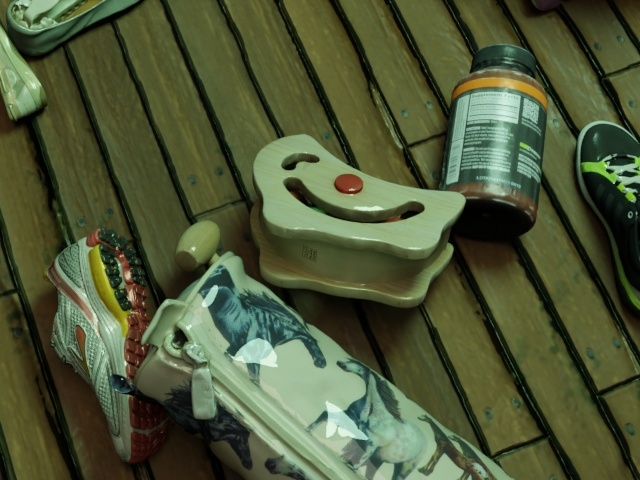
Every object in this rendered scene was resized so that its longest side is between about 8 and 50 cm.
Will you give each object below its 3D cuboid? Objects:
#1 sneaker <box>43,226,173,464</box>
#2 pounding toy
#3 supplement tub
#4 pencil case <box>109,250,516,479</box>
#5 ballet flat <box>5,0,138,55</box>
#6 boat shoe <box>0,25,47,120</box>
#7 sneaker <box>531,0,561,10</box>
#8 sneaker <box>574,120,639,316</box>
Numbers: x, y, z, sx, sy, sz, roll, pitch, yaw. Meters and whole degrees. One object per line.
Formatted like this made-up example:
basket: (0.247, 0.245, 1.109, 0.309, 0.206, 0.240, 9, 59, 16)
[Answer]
sneaker: (-0.205, 0.106, 0.913, 0.092, 0.088, 0.225, -23, 73, 17)
pounding toy: (0.000, 0.000, 0.958, 0.269, 0.155, 0.154, 10, 40, 3)
supplement tub: (0.184, -0.107, 0.997, 0.106, 0.106, 0.198, 11, 67, 2)
pencil case: (0.022, 0.189, 0.809, 0.410, 0.183, 0.160, 39, 105, 6)
ballet flat: (-0.261, -0.286, 1.069, 0.213, 0.068, 0.072, -39, 74, -17)
boat shoe: (-0.359, -0.198, 1.037, 0.048, 0.056, 0.153, -34, 80, -20)
sneaker: (0.323, -0.373, 1.124, 0.236, 0.095, 0.104, -30, 64, -13)
sneaker: (0.337, -0.033, 0.976, 0.084, 0.097, 0.235, -12, 69, -8)
